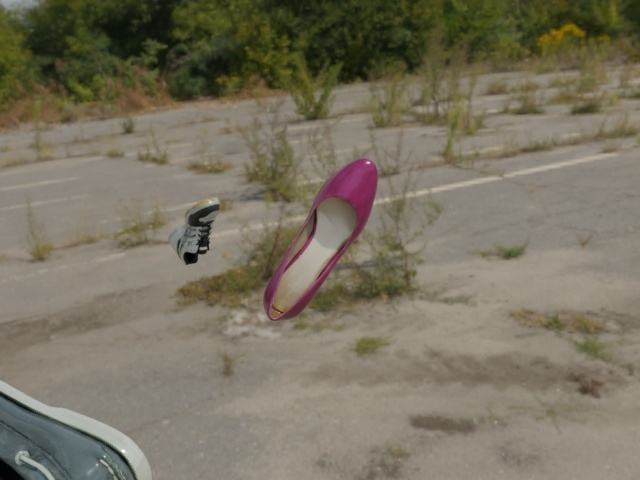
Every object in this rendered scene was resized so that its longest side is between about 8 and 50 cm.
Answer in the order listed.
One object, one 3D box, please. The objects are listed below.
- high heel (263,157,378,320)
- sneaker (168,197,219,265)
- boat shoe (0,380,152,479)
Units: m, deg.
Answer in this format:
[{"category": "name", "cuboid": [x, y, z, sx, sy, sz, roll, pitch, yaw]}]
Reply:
[{"category": "high heel", "cuboid": [0.000, 0.000, 0.976, 0.082, 0.244, 0.117, 37, 14, -4]}, {"category": "sneaker", "cuboid": [-0.109, -0.007, 0.667, 0.032, 0.037, 0.083, -16, -20, -39]}, {"category": "boat shoe", "cuboid": [-0.308, 0.190, 0.639, 0.319, 0.116, 0.099, 11, 23, 18]}]
